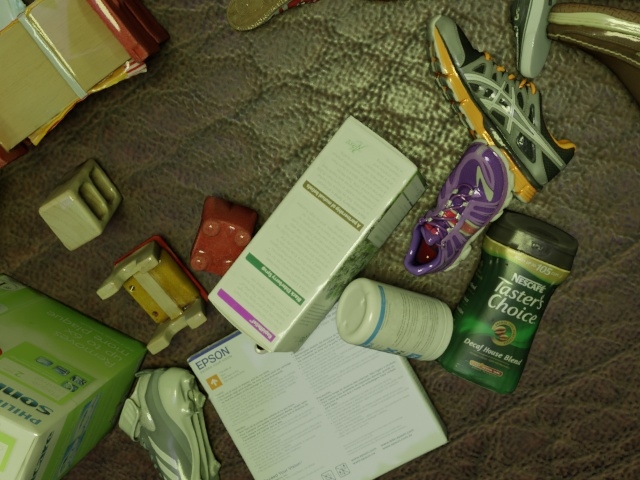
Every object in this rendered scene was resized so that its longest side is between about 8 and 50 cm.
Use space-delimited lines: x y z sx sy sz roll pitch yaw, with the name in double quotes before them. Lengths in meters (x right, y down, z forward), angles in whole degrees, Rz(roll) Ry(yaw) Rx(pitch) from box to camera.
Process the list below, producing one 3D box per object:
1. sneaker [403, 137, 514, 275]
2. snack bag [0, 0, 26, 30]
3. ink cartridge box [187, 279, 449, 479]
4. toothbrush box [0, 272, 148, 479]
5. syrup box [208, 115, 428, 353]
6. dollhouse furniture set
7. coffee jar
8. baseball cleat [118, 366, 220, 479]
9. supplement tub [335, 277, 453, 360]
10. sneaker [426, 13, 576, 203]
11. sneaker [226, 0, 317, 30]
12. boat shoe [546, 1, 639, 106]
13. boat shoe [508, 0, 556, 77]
"sneaker" 0.138 -0.024 0.781 0.068 0.071 0.170 41 129 25
"snack bag" -0.531 -0.335 0.870 0.343 0.037 0.323 -19 96 10
"ink cartridge box" -0.004 0.176 0.873 0.223 0.045 0.224 -29 91 10
"toothbrush box" -0.334 0.152 0.792 0.206 0.283 0.122 26 101 4
"syrup box" 0.000 0.000 0.796 0.096 0.093 0.237 40 93 17
"dollhouse furniture set" -0.206 -0.092 0.831 0.201 0.152 0.374 -32 110 10
"coffee jar" 0.197 0.063 0.815 0.096 0.079 0.184 22 100 3
"baseball cleat" -0.177 0.249 0.905 0.109 0.072 0.205 -5 93 22
"supplement tub" 0.077 0.083 0.800 0.107 0.071 0.071 17 102 -27
"sneaker" 0.181 -0.145 0.789 0.083 0.084 0.215 -34 103 10
"sneaker" -0.044 -0.262 0.822 0.118 0.067 0.042 -17 99 40
"boat shoe" 0.343 -0.162 0.758 0.258 0.095 0.095 17 106 4
"boat shoe" 0.217 -0.240 0.788 0.040 0.049 0.142 14 102 36
